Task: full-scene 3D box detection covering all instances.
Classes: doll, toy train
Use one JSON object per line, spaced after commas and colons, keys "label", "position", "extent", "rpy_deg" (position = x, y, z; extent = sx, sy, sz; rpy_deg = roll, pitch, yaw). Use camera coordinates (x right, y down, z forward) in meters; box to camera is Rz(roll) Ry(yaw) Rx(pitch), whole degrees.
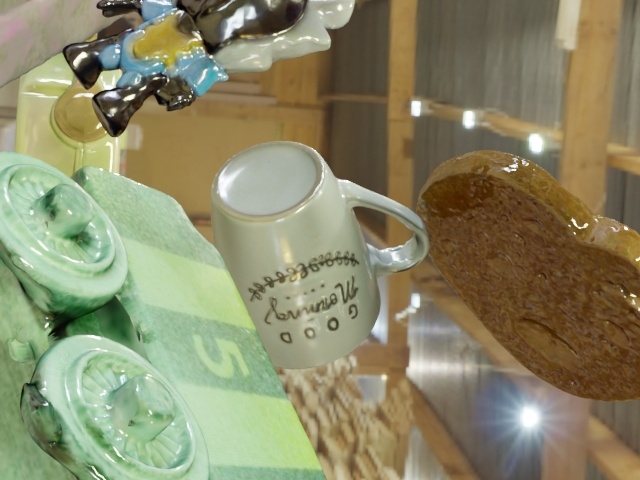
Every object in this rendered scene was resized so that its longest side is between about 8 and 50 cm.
{"label": "doll", "position": [-0.053, -0.133, 0.576], "extent": [0.096, 0.195, 0.070], "rpy_deg": [56, -12, 11]}
{"label": "toy train", "position": [-0.121, 0.084, 0.525], "extent": [0.238, 0.167, 0.299], "rpy_deg": [21, 36, -56]}

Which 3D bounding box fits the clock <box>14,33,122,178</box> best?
{"label": "clock", "position": [-0.247, -0.086, 0.959], "extent": [0.235, 0.096, 0.308], "rpy_deg": [-142, -123, -74]}

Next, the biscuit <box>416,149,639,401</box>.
{"label": "biscuit", "position": [0.277, 0.040, 1.163], "extent": [0.063, 0.367, 0.314], "rpy_deg": [-44, -172, -30]}

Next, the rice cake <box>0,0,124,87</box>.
{"label": "rice cake", "position": [-0.204, -0.146, 0.600], "extent": [0.298, 0.050, 0.106], "rpy_deg": [-55, 165, -52]}

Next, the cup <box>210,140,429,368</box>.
{"label": "cup", "position": [0.000, 0.000, 1.151], "extent": [0.234, 0.258, 0.186], "rpy_deg": [78, -5, -46]}
